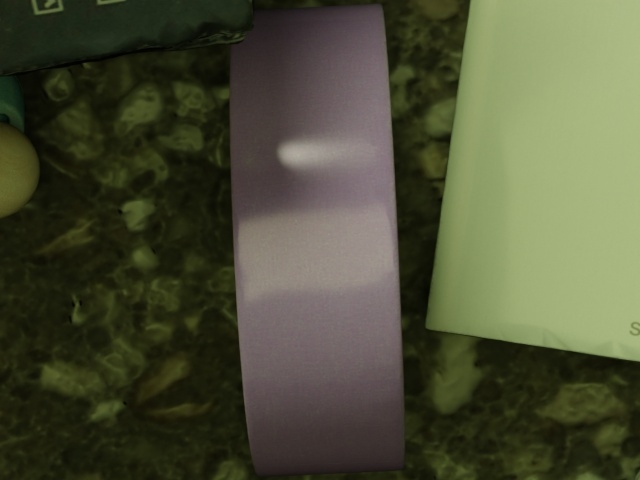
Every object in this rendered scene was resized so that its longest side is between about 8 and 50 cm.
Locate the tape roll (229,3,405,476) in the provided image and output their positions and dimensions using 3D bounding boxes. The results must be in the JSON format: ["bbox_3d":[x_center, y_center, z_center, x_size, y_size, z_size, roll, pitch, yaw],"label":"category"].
[{"bbox_3d":[0.000,0.000,1.146,0.090,0.275,0.275,-3,96,0],"label":"tape roll"}]

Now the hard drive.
[{"bbox_3d":[0.204,-0.102,1.211,0.233,0.047,0.353,8,92,13],"label":"hard drive"}]

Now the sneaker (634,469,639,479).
[{"bbox_3d":[0.254,0.172,1.259,0.106,0.078,0.234,32,94,0],"label":"sneaker"}]

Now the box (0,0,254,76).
[{"bbox_3d":[-0.310,-0.311,0.887,0.472,0.297,0.480,-11,115,-13],"label":"box"}]

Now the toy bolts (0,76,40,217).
[{"bbox_3d":[-0.282,-0.032,1.182,0.228,0.158,0.218,-21,138,-19],"label":"toy bolts"}]
